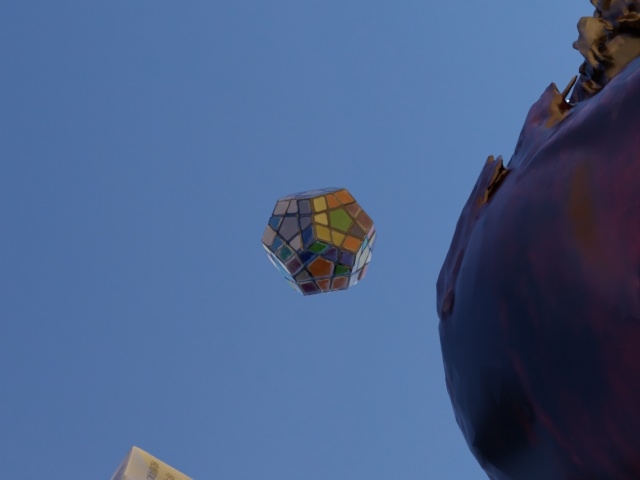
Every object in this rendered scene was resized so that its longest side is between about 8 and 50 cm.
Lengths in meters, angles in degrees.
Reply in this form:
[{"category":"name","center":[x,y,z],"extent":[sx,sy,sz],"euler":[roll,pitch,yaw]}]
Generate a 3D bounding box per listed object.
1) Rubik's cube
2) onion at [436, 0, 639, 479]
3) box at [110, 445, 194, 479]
[{"category":"Rubik's cube","center":[0.000,0.000,1.278],"extent":[0.093,0.111,0.111],"euler":[23,-137,-50]},{"category":"onion","center":[0.164,0.026,0.488],"extent":[0.221,0.281,0.280],"euler":[3,-128,-11]},{"category":"box","center":[-0.050,0.123,0.562],"extent":[0.083,0.024,0.054],"euler":[31,-170,-8]}]
